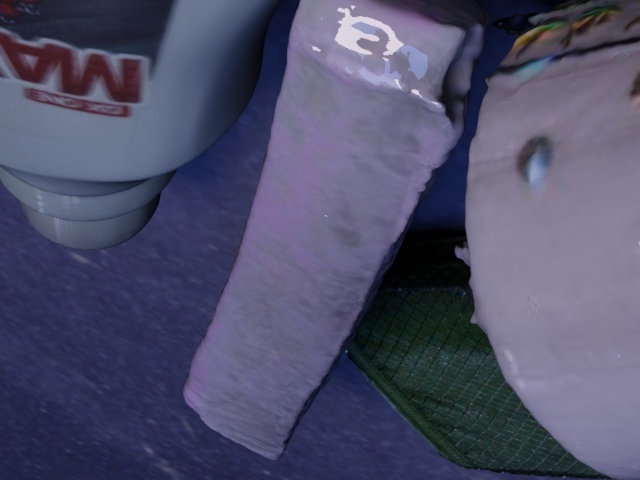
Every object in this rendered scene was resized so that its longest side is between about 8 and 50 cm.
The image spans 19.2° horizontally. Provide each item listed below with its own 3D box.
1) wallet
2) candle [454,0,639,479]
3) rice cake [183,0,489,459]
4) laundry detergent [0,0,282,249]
[{"bbox_3d":[0.120,0.056,0.877,0.236,0.055,0.160,-3,135,43],"label":"wallet"},{"bbox_3d":[0.144,-0.007,0.654,0.330,0.187,0.187,-10,135,44],"label":"candle"},{"bbox_3d":[0.000,0.000,0.789,0.072,0.056,0.365,27,151,4],"label":"rice cake"},{"bbox_3d":[-0.109,-0.131,0.694,0.264,0.125,0.398,18,150,7],"label":"laundry detergent"}]
